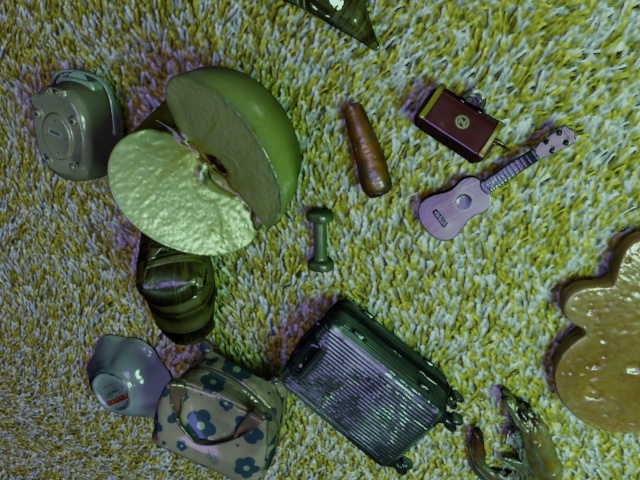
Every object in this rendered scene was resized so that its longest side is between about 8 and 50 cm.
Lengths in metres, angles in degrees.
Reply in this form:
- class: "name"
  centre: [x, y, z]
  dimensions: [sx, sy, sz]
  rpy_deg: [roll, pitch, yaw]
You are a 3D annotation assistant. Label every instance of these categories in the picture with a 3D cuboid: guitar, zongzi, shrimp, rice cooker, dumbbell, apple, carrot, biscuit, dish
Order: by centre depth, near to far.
- class: "zongzi"
  centre: [0.037, -0.450, 0.747]
  dimensions: [0.241, 0.111, 0.248]
  rpy_deg: [24, 108, -12]
- class: "guitar"
  centre: [0.281, -0.097, 0.815]
  dimensions: [0.271, 0.038, 0.084]
  rpy_deg: [-36, 96, 26]
- class: "biscuit"
  centre: [0.525, 0.161, 0.825]
  dimensions: [0.275, 0.052, 0.355]
  rpy_deg: [15, 113, 11]
- class: "apple"
  centre: [-0.172, -0.132, 0.833]
  dimensions: [0.258, 0.233, 0.295]
  rpy_deg: [42, 114, -17]
- class: "carrot"
  centre: [0.079, -0.152, 0.853]
  dimensions: [0.055, 0.055, 0.161]
  rpy_deg: [-15, 96, 20]
- class: "dumbbell"
  centre: [0.000, 0.000, 0.928]
  dimensions: [0.052, 0.046, 0.118]
  rpy_deg: [7, 110, 19]
- class: "rice cooker"
  centre: [-0.455, -0.211, 0.946]
  dimensions: [0.145, 0.127, 0.206]
  rpy_deg: [14, 120, 11]
- class: "shrimp"
  centre: [0.358, 0.397, 0.957]
  dimensions: [0.173, 0.058, 0.253]
  rpy_deg: [-22, 103, 30]
- class: "zongzi"
  centre: [-0.285, 0.037, 1.003]
  dimensions: [0.134, 0.288, 0.286]
  rpy_deg: [-7, 146, -13]
- class: "dish"
  centre: [-0.458, 0.331, 1.154]
  dimensions: [0.229, 0.081, 0.229]
  rpy_deg: [5, 109, 14]

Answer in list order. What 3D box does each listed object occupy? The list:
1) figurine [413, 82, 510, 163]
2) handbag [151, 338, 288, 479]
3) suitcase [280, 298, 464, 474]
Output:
- class: "figurine"
  centre: [0.233, -0.186, 0.789]
  dimensions: [0.154, 0.082, 0.098]
  rpy_deg: [32, 94, 4]
- class: "handbag"
  centre: [-0.191, 0.335, 1.011]
  dimensions: [0.251, 0.190, 0.193]
  rpy_deg: [22, 124, 6]
- class: "suitcase"
  centre: [0.092, 0.271, 0.946]
  dimensions: [0.312, 0.128, 0.202]
  rpy_deg: [38, 114, 1]
